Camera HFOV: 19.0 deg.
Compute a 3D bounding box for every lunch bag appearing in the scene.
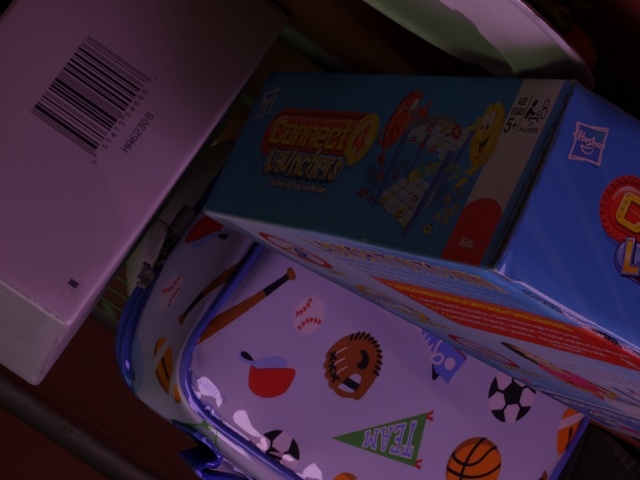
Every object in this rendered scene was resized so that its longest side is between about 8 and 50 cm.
[{"bbox_3d":[0.028,0.064,1.153,0.303,0.243,0.115,39,168,-30],"label":"lunch bag"}]

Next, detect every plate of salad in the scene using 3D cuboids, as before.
[{"bbox_3d":[0.037,-0.126,0.805,0.200,0.048,0.200,34,180,0],"label":"plate of salad"}]

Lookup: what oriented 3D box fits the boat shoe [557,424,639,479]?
[{"bbox_3d":[0.261,0.238,1.592,0.320,0.118,0.103,12,152,47],"label":"boat shoe"}]

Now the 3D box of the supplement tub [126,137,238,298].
[{"bbox_3d":[-0.038,0.050,1.399,0.191,0.191,0.272,33,167,8],"label":"supplement tub"}]

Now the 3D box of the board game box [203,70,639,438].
[{"bbox_3d":[0.137,0.025,0.940,0.302,0.086,0.308,29,173,-25],"label":"board game box"}]

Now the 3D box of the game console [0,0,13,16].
[{"bbox_3d":[-0.223,-0.176,1.389,0.361,0.044,0.213,27,168,31],"label":"game console"}]

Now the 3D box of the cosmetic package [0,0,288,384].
[{"bbox_3d":[-0.153,-0.054,1.153,0.138,0.224,0.224,35,162,-2],"label":"cosmetic package"}]
